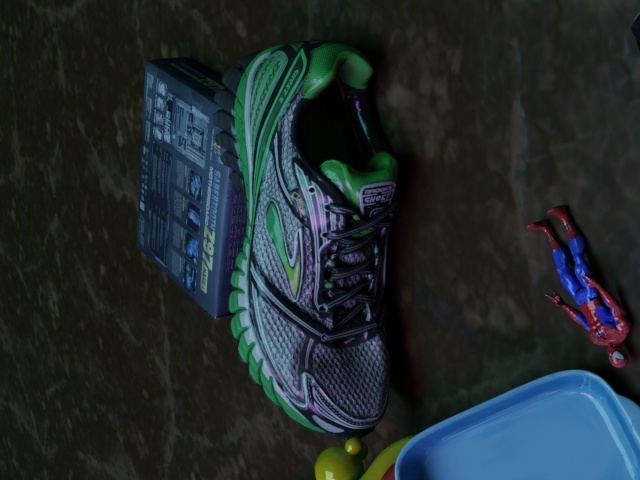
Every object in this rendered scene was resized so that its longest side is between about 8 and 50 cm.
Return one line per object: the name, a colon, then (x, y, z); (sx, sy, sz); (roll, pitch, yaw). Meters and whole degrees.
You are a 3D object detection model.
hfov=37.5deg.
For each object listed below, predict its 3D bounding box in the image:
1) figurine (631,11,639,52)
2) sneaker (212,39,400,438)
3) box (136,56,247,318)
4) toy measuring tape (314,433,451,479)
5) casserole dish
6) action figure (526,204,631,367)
figurine: (0.271, -0.098, 0.397); (0.209, 0.092, 0.215); (60, 142, 31)
sneaker: (0.000, 0.000, 0.789); (0.146, 0.134, 0.343); (-7, 95, 54)
box: (-0.128, -0.060, 1.015); (0.183, 0.059, 0.233); (35, 127, 44)
toy measuring tape: (0.139, 0.237, 0.720); (0.330, 0.121, 0.121); (27, 124, 26)
casserole dish: (0.141, 0.166, 0.657); (0.188, 0.037, 0.114); (-27, 72, 12)
action figure: (0.179, 0.034, 0.642); (0.038, 0.030, 0.115); (-43, 68, 46)
